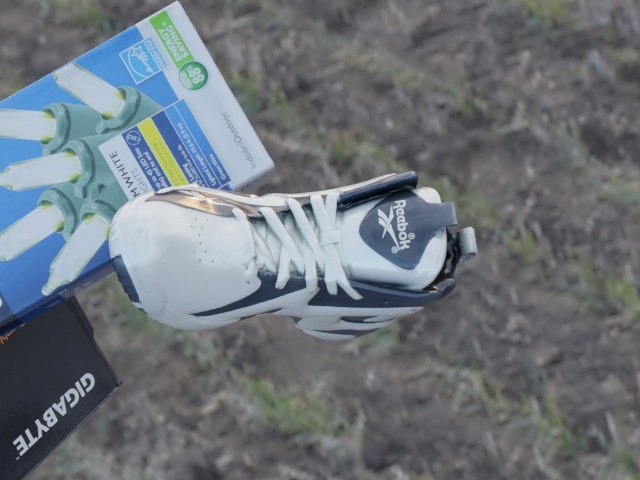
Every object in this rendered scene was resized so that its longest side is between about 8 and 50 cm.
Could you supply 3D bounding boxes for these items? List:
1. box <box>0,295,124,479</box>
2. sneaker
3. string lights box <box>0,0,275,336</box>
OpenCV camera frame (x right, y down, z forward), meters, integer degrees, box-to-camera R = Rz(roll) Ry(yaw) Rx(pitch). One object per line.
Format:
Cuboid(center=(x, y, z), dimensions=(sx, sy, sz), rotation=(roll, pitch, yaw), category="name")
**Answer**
Cuboid(center=(-0.314, 0.072, 1.374), dimensions=(0.073, 0.293, 0.295), rotation=(-8, 26, 45), category="box")
Cuboid(center=(0.000, 0.000, 1.146), dimensions=(0.153, 0.235, 0.094), rotation=(-24, 60, 38), category="sneaker")
Cuboid(center=(-0.175, -0.037, 1.302), dimensions=(0.259, 0.133, 0.077), rotation=(-31, -3, -5), category="string lights box")
